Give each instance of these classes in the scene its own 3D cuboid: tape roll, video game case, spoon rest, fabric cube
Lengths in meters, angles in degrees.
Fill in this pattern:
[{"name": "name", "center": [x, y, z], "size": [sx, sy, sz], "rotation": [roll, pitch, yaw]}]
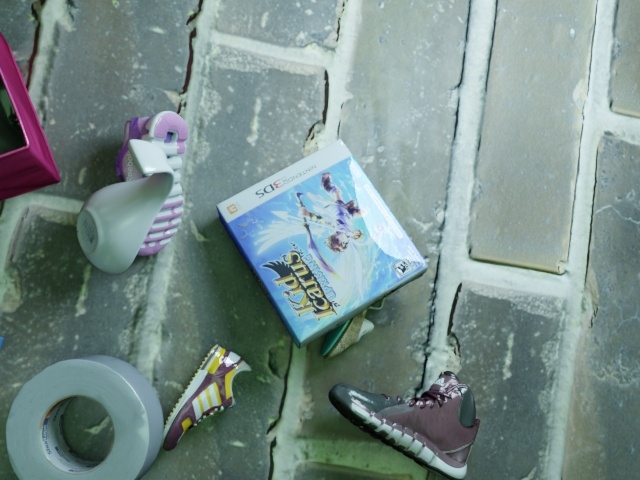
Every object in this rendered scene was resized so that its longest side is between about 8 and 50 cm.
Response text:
[{"name": "tape roll", "center": [-0.353, 0.285, 1.045], "size": [0.219, 0.072, 0.219], "rotation": [0, 87, 4]}, {"name": "video game case", "center": [0.000, 0.000, 1.140], "size": [0.244, 0.061, 0.269], "rotation": [-30, 74, -12]}, {"name": "spoon rest", "center": [-0.290, -0.048, 1.036], "size": [0.084, 0.276, 0.137], "rotation": [-11, 68, -43]}, {"name": "fabric cube", "center": [-0.554, -0.178, 0.980], "size": [0.259, 0.258, 0.254], "rotation": [-22, 91, -13]}]

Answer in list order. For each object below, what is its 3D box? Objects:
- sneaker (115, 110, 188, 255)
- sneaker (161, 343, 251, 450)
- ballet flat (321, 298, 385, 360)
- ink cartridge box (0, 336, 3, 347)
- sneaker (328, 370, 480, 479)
[{"name": "sneaker", "center": [-0.283, -0.095, 1.118], "size": [0.105, 0.095, 0.236], "rotation": [15, 102, 29]}, {"name": "sneaker", "center": [-0.184, 0.264, 1.112], "size": [0.084, 0.069, 0.185], "rotation": [31, 81, -2]}, {"name": "ballet flat", "center": [0.070, 0.117, 1.179], "size": [0.067, 0.073, 0.206], "rotation": [27, 82, -16]}, {"name": "ink cartridge box", "center": [-0.571, 0.271, 0.953], "size": [0.129, 0.223, 0.307], "rotation": [17, 82, -10]}, {"name": "sneaker", "center": [0.155, 0.274, 1.174], "size": [0.281, 0.106, 0.162], "rotation": [36, 73, -16]}]
